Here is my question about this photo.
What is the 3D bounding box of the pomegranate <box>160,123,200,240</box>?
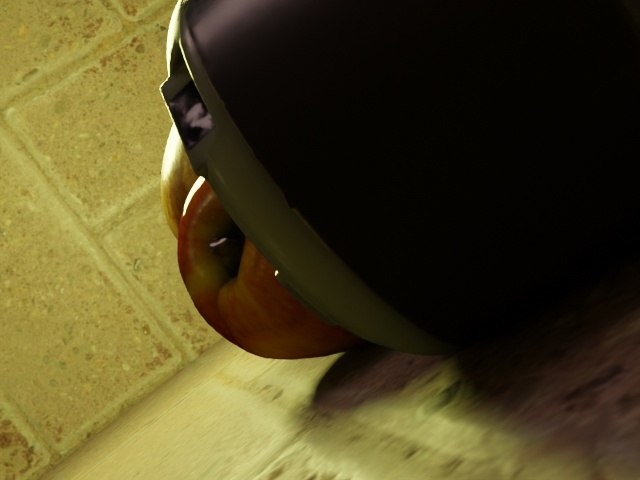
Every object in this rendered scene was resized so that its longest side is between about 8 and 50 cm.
[{"bbox_3d":[-0.026,-0.105,1.184,0.417,0.416,0.416,-37,2,1],"label":"pomegranate"}]

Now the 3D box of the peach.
[{"bbox_3d":[0.000,0.000,0.845,0.281,0.238,0.281,-27,-43,-29],"label":"peach"}]

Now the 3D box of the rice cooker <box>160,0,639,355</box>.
[{"bbox_3d":[0.103,-0.129,0.536,0.325,0.335,0.335,-38,1,21],"label":"rice cooker"}]
